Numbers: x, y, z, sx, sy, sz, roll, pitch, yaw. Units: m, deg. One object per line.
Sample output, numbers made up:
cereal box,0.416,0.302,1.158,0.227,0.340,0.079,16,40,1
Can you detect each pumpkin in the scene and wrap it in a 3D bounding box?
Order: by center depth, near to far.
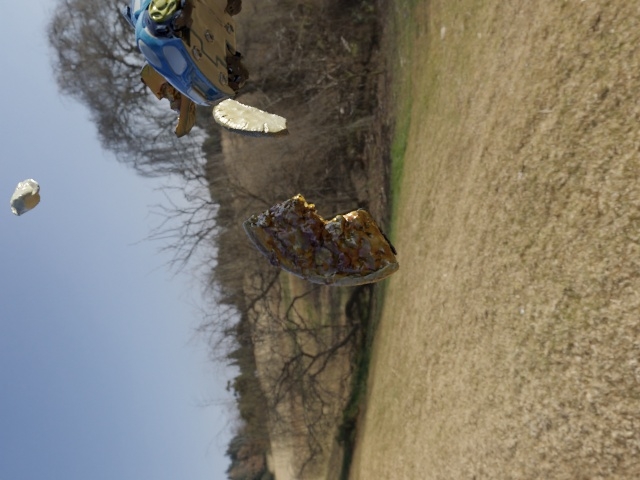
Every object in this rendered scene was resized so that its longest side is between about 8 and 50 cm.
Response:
pumpkin,-0.511,-0.511,1.635,0.139,0.190,0.280,-75,10,-49

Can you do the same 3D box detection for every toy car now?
toy car,-0.228,-0.359,0.774,0.198,0.166,0.313,31,-130,-64

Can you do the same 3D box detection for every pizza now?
pizza,0.000,0.000,0.893,0.085,0.306,0.161,6,-82,-82

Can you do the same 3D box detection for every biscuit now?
biscuit,-0.219,-0.344,1.362,0.290,0.141,0.038,28,133,28

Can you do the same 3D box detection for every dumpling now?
dumpling,-0.628,-0.094,1.009,0.076,0.057,0.052,-52,-1,43
